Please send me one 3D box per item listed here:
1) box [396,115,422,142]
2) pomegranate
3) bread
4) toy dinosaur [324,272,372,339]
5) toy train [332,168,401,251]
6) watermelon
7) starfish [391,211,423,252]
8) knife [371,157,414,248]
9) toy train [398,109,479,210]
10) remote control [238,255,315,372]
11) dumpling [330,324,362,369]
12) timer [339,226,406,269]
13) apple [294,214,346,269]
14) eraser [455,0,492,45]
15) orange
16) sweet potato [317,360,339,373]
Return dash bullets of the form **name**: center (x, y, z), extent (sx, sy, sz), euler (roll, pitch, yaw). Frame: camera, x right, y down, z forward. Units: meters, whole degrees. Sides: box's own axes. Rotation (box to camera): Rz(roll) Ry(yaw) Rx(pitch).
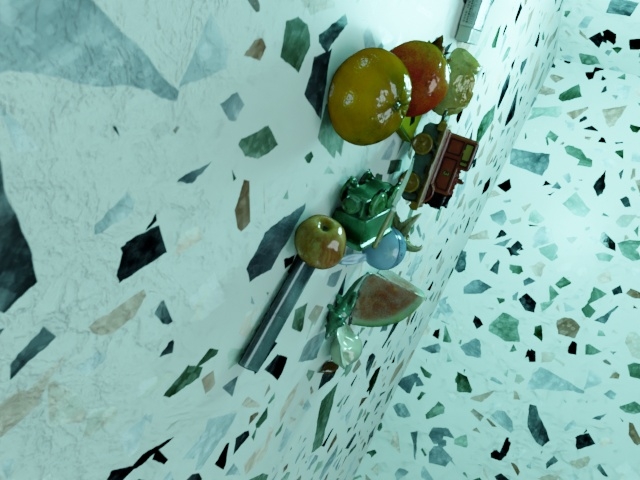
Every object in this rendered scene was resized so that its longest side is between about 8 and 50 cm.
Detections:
- **box**: center (0.328, -0.485, 1.653), extent (0.279, 0.040, 0.153), euler (-66, 156, 2)
- **pomegranate**: center (0.263, -0.460, 1.368), extent (0.235, 0.210, 0.210), euler (-56, 154, -3)
- **bread**: center (0.493, -0.559, 1.770), extent (0.244, 0.134, 0.245), euler (20, 90, -78)
- **toy dinosaur**: center (0.087, 0.230, 1.785), extent (0.292, 0.079, 0.120), euler (-62, 160, -1)
- **toy train**: center (0.146, -0.100, 1.526), extent (0.266, 0.145, 0.202), euler (-26, 137, -53)
- **watermelon**: center (0.259, 0.230, 2.006), extent (0.310, 0.232, 0.193), euler (-26, 171, 25)
- **starfish**: center (0.298, -0.038, 1.808), extent (0.071, 0.238, 0.216), euler (-16, 140, -21)
- **knife**: center (0.222, -0.111, 1.467), extent (0.298, 0.017, 0.047), euler (-63, 149, -3)
- **toy train**: center (0.424, -0.277, 1.770), extent (0.163, 0.231, 0.370), euler (-41, 150, -68)
- **remote control**: center (-0.113, 0.196, 1.406), extent (0.378, 0.044, 0.107), euler (-61, 150, -11)
- **dumpling**: center (0.100, 0.408, 1.938), extent (0.215, 0.126, 0.167), euler (-12, 97, -49)
- **timer**: center (0.176, 0.019, 1.726), extent (0.175, 0.255, 0.176), euler (-172, -90, -78)
- **apple**: center (0.000, 0.000, 1.334), extent (0.146, 0.146, 0.131), euler (-46, 163, -34)
- **eraser**: center (0.563, -0.825, 1.777), extent (0.124, 0.067, 0.210), euler (-25, 134, -55)
- **orange**: center (0.126, -0.351, 1.221), extent (0.240, 0.171, 0.240), euler (-35, 143, -32)
- **sweet potato**: center (0.025, 0.512, 1.957), extent (0.117, 0.049, 0.050), euler (-3, 116, -50)
